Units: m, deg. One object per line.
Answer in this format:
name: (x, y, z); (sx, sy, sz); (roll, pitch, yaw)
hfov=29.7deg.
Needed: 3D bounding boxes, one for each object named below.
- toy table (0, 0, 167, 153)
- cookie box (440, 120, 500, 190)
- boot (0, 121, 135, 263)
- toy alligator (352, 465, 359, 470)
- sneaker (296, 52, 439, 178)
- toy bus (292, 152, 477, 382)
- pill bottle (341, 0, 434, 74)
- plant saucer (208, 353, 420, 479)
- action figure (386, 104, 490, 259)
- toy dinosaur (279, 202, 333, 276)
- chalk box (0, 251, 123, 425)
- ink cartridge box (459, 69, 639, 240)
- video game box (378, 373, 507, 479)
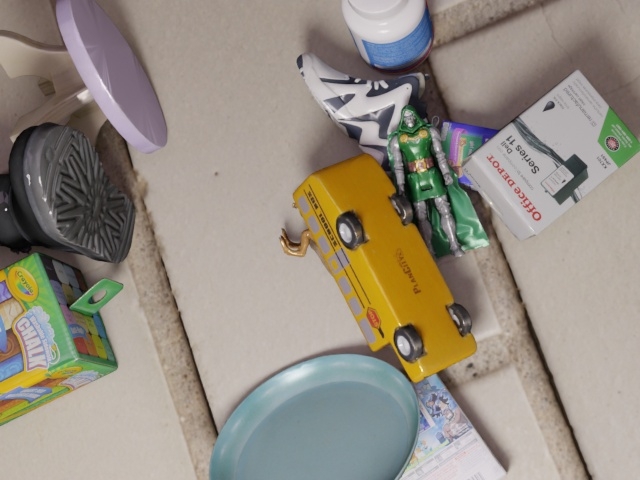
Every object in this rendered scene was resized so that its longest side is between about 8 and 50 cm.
toy table: (-0.373, -0.230, 1.852); (0.161, 0.252, 0.274); (-21, 108, 15)
cookie box: (0.227, -0.124, 1.809); (0.107, 0.040, 0.092); (11, 82, 12)
boot: (-0.540, -0.078, 1.782); (0.445, 0.367, 0.146); (9, 69, 12)
toy alligator: (-0.008, 0.346, 1.733); (0.189, 0.056, 0.051); (-36, 44, 29)
sneaker: (0.084, -0.225, 1.830); (0.153, 0.094, 0.235); (-40, 75, -1)
toy bus: (0.090, 0.042, 1.737); (0.108, 0.130, 0.333); (-22, 80, -30)
pill bottle: (0.098, -0.336, 1.782); (0.124, 0.221, 0.124); (-2, 79, 10)
plant saucer: (-0.005, 0.291, 1.692); (0.317, 0.044, 0.317); (-17, 37, 14)
action figure: (0.153, -0.085, 1.766); (0.137, 0.063, 0.232); (-15, 97, 4)
toy dinosaur: (0.000, 0.000, 1.816); (0.112, 0.064, 0.211); (-14, 77, 6)
chalk box: (-0.427, 0.141, 1.807); (0.289, 0.180, 0.179); (-26, 75, 6)
ink cartridge box: (0.329, -0.120, 1.740); (0.208, 0.087, 0.153); (-39, 88, -7)
video game box: (0.132, 0.316, 1.737); (0.205, 0.048, 0.187); (-35, 77, 2)
